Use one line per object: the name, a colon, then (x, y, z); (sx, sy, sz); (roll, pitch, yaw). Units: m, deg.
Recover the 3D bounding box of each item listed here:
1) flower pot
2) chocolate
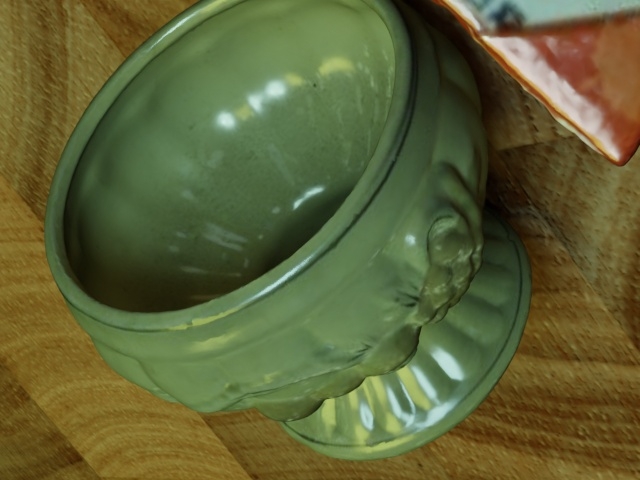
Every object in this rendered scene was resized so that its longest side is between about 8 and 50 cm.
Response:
flower pot: (0.000, 0.000, 1.280); (0.307, 0.307, 0.244); (12, 156, 43)
chocolate: (0.100, -0.162, 0.994); (0.235, 0.108, 0.237); (44, -168, -1)
